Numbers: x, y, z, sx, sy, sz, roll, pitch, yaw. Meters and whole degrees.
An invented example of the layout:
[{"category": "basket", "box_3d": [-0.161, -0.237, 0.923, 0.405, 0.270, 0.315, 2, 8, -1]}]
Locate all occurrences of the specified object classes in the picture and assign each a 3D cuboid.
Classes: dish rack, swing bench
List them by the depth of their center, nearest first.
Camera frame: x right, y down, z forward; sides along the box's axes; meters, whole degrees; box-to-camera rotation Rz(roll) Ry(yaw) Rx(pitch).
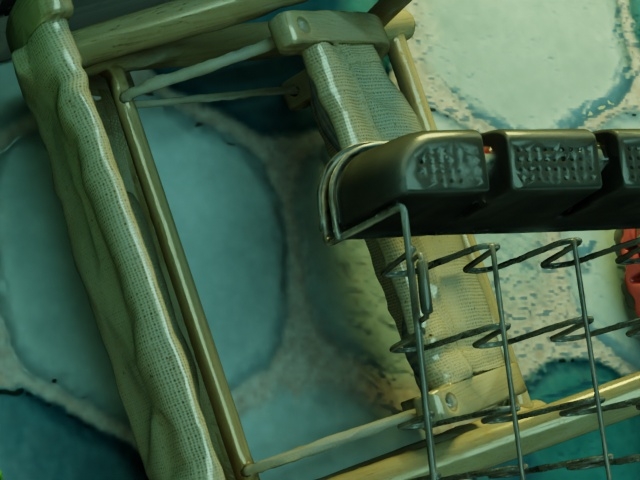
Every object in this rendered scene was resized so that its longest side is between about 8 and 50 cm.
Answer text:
[{"category": "dish rack", "box_3d": [0.118, 0.081, 0.568, 0.208, 0.074, 0.271, -2, 78, -19]}, {"category": "swing bench", "box_3d": [0.000, 0.000, 0.675, 0.255, 0.165, 0.253, -15, 81, -23]}]

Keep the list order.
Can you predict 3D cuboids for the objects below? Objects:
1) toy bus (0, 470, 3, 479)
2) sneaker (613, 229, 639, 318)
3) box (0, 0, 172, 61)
[{"category": "toy bus", "box_3d": [-0.207, 0.157, 0.546, 0.104, 0.202, 0.191, 31, 67, 21]}, {"category": "sneaker", "box_3d": [0.248, 0.058, 0.784, 0.097, 0.135, 0.276, -6, 75, -24]}, {"category": "box", "box_3d": [-0.081, -0.175, 0.685, 0.290, 0.169, 0.087, -22, 84, -30]}]
